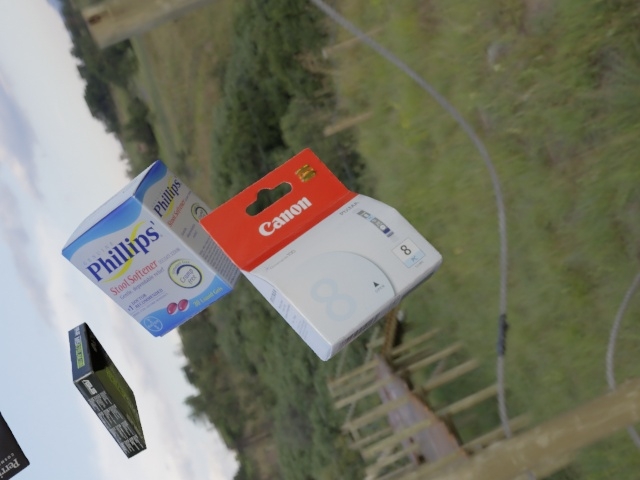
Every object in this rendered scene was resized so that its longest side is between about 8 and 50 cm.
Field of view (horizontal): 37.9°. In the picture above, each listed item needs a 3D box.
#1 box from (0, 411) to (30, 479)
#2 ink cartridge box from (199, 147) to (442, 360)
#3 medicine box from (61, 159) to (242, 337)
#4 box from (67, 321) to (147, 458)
[{"bbox_3d":[-0.641,0.285,1.361,0.183,0.296,0.294,1,120,50],"label":"box"},{"bbox_3d":[0.000,0.000,1.829,0.385,0.308,0.091,47,153,14],"label":"ink cartridge box"},{"bbox_3d":[-0.347,0.023,1.981,0.289,0.263,0.149,45,-145,-19],"label":"medicine box"},{"bbox_3d":[-0.377,0.261,1.640,0.190,0.045,0.184,64,173,-27],"label":"box"}]
